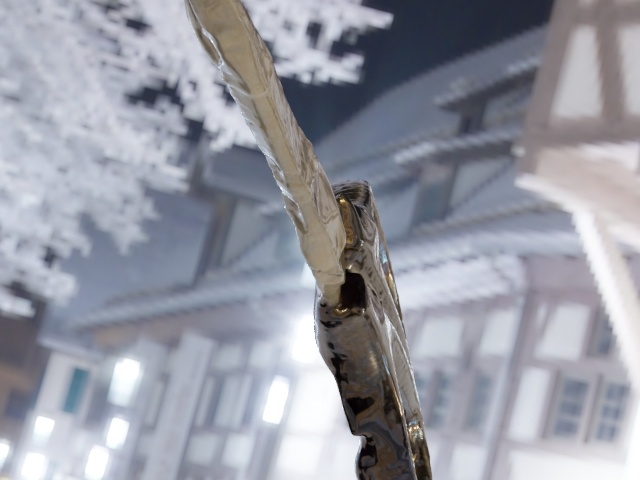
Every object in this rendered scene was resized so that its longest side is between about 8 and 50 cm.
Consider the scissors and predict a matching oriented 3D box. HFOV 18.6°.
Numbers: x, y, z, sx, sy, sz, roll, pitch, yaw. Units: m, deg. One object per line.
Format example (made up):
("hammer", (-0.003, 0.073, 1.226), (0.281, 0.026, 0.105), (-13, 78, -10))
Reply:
("scissors", (0.000, 0.000, 0.503), (0.022, 0.109, 0.300), (-12, -23, 7))
